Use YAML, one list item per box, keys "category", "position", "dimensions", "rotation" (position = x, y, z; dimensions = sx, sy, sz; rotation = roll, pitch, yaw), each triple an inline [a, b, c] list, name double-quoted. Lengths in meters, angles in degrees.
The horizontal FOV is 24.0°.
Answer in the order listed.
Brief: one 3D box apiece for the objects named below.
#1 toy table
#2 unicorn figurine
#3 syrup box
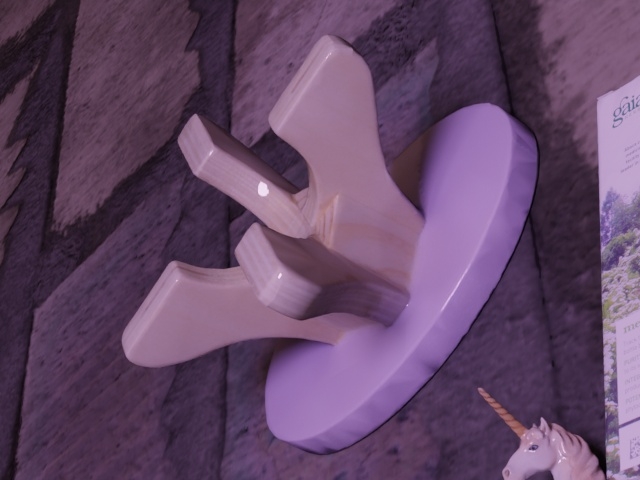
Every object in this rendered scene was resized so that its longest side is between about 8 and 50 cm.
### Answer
- category: "toy table"
  position: [0.000, 0.000, 1.012]
  dimensions: [0.274, 0.161, 0.252]
  rotation: [-60, 28, 3]
- category: "unicorn figurine"
  position: [0.134, 0.157, 0.770]
  dimensions: [0.162, 0.060, 0.111]
  rotation: [18, 79, 45]
- category: "syrup box"
  position: [0.200, 0.019, 0.734]
  dimensions: [0.093, 0.096, 0.237]
  rotation: [-31, 40, 40]
